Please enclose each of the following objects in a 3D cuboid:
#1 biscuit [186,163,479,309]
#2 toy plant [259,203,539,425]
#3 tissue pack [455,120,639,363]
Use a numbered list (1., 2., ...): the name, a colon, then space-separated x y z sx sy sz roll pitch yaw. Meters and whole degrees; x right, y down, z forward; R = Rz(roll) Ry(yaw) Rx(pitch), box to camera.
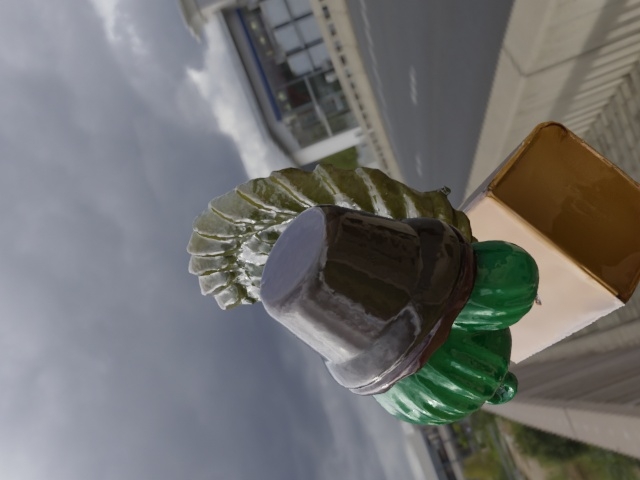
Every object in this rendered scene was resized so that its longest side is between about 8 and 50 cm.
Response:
1. biscuit: 0.000 0.000 0.831 0.187 0.273 0.036 66 -157 -51
2. toy plant: 0.064 0.046 0.578 0.200 0.143 0.105 26 -150 -29
3. tissue pack: 0.250 0.008 1.130 0.194 0.145 0.274 37 154 1
